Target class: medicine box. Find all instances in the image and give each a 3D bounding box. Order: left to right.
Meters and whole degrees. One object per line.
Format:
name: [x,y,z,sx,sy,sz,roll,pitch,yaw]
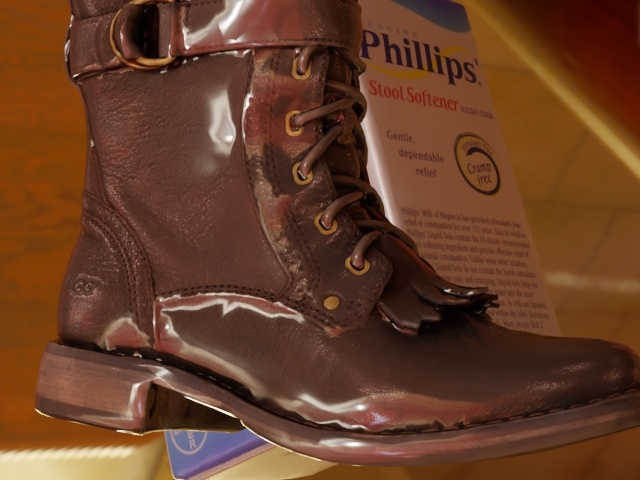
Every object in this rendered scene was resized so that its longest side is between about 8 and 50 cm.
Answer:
medicine box: [0.000,0.000,1.056,0.149,0.289,0.263,5,154,-45]

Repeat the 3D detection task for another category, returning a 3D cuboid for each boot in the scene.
boot: [-0.001,-0.040,0.532,0.091,0.263,0.229,14,80,-68]
